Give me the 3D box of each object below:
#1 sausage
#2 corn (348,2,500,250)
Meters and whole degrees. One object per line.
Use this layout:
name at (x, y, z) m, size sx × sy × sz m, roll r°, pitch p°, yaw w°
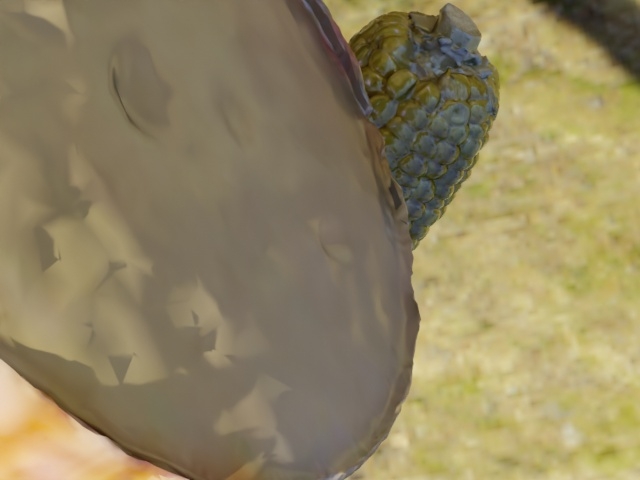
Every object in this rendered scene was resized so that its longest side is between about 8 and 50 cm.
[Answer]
sausage at (-0.145, 0.017, 0.524) m, size 0.287 × 0.233 × 0.233 m, roll -29°, pitch 148°, yaw 33°
corn at (0.000, 0.000, 0.789) m, size 0.080 × 0.080 × 0.238 m, roll 13°, pitch 119°, yaw -37°
